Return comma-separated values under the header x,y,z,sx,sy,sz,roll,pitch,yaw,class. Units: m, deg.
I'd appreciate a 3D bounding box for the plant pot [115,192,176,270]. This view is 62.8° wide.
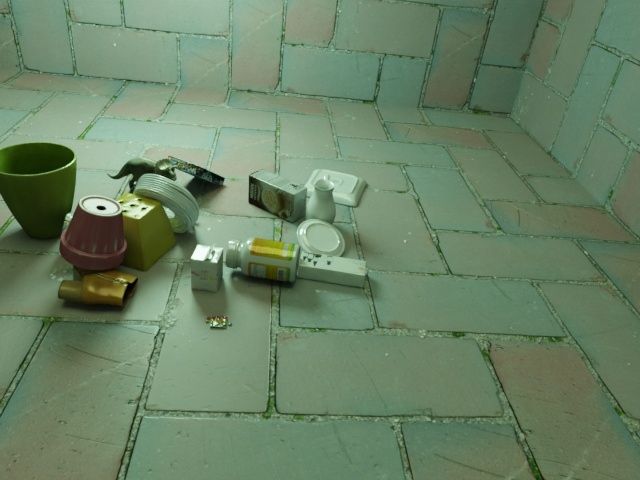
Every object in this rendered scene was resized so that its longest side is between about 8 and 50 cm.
x,y,z,sx,sy,sz,roll,pitch,yaw,class
-0.662,-0.046,1.863,0.212,0.187,0.212,14,33,11,plant pot

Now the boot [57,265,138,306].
x,y,z,sx,sy,sz,roll,pitch,yaw,class
-0.704,0.109,1.713,0.211,0.104,0.295,8,35,-11,boot

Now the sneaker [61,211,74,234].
x,y,z,sx,sy,sz,roll,pitch,yaw,class
-0.841,-0.055,1.911,0.122,0.110,0.283,20,15,-12,sneaker

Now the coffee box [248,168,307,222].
x,y,z,sx,sy,sz,roll,pitch,yaw,class
-0.185,-0.193,2.235,0.246,0.141,0.098,25,37,27,coffee box

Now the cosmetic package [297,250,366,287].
x,y,z,sx,sy,sz,roll,pitch,yaw,class
0.042,0.103,1.895,0.239,0.060,0.099,9,33,2,cosmetic package

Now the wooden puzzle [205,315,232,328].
x,y,z,sx,sy,sz,roll,pitch,yaw,class
-0.317,0.255,1.634,0.083,0.006,0.049,4,33,-6,wooden puzzle

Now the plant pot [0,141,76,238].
x,y,z,sx,sy,sz,roll,pitch,yaw,class
-1.001,-0.162,1.874,0.274,0.293,0.275,5,33,-3,plant pot

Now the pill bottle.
x,y,z,sx,sy,sz,roll,pitch,yaw,class
-0.200,0.063,1.835,0.245,0.136,0.136,9,33,2,pill bottle

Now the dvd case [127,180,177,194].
x,y,z,sx,sy,sz,roll,pitch,yaw,class
-0.725,-0.196,2.230,0.179,0.030,0.239,5,32,-4,dvd case

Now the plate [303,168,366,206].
x,y,z,sx,sy,sz,roll,pitch,yaw,class
0.064,-0.264,2.485,0.277,0.045,0.278,14,34,9,plate

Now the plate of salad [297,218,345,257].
x,y,z,sx,sy,sz,roll,pitch,yaw,class
0.000,0.000,2.040,0.200,0.048,0.200,13,47,-15,plate of salad

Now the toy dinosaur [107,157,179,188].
x,y,z,sx,sy,sz,roll,pitch,yaw,class
-0.729,-0.290,2.197,0.313,0.160,0.121,12,33,5,toy dinosaur

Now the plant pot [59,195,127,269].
x,y,z,sx,sy,sz,roll,pitch,yaw,class
-0.712,-0.035,1.666,0.201,0.180,0.201,18,26,-9,plant pot

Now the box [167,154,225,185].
x,y,z,sx,sy,sz,roll,pitch,yaw,class
-0.547,-0.305,2.308,0.159,0.044,0.233,21,1,19,box

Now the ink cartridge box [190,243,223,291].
x,y,z,sx,sy,sz,roll,pitch,yaw,class
-0.379,0.085,1.757,0.090,0.143,0.092,8,32,0,ink cartridge box

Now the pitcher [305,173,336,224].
x,y,z,sx,sy,sz,roll,pitch,yaw,class
0.009,-0.158,2.156,0.125,0.207,0.178,11,32,5,pitcher

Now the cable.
x,y,z,sx,sy,sz,roll,pitch,yaw,class
-0.578,-0.135,1.958,0.257,0.257,0.089,31,60,-12,cable
